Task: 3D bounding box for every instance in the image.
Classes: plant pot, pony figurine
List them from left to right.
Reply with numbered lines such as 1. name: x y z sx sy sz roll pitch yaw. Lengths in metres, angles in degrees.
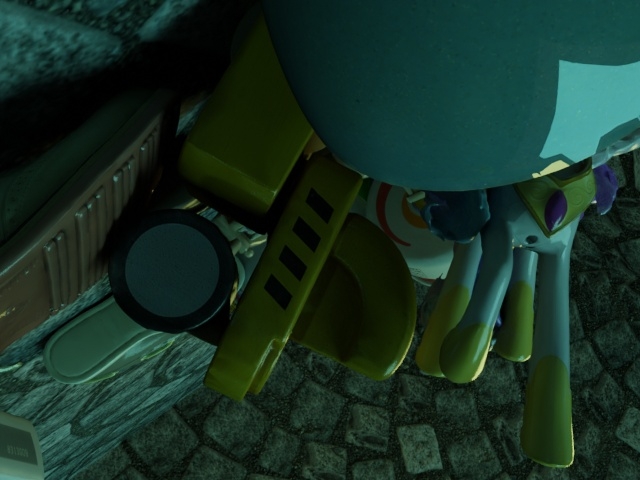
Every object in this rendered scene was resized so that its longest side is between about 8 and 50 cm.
1. plant pot: 0.074 -0.201 0.493 0.290 0.290 0.195 -38 137 3
2. pony figurine: 0.174 -0.055 0.731 0.351 0.302 0.364 -77 176 -73

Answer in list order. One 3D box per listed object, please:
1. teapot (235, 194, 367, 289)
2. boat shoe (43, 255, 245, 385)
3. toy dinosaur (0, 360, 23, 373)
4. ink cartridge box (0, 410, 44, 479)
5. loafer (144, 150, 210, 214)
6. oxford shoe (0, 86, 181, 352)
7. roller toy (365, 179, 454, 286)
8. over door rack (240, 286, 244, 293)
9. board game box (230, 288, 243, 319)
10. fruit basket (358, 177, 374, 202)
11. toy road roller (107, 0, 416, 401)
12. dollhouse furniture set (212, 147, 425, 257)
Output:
1. teapot: 0.000 0.000 1.306 0.252 0.256 0.187 -14 146 -39
2. boat shoe: -0.249 0.109 1.259 0.305 0.109 0.091 -30 171 -13
3. toy dinosaur: -0.495 0.235 1.074 0.268 0.064 0.118 -42 175 -4
4. ink cartridge box: -0.531 0.268 0.901 0.384 0.091 0.308 -21 159 1
5. loafer: -0.139 -0.064 0.901 0.078 0.080 0.220 -50 175 40
6. oxford shoe: -0.242 -0.007 0.621 0.397 0.146 0.140 -54 170 -41
7. roller toy: 0.169 -0.035 1.235 0.191 0.209 0.146 -30 151 14
8. over door rack: -0.148 0.077 1.501 0.239 0.108 0.324 -44 170 30
9. board game box: -0.064 0.067 1.880 0.308 0.086 0.302 -32 170 -34
10. fruit basket: 0.217 -0.134 1.472 0.392 0.283 0.392 -40 -171 8
11. toy road roller: -0.011 -0.019 0.753 0.330 0.240 0.202 -64 -178 -6
12. dollhouse furniture set: 0.072 -0.064 0.983 0.303 0.174 0.356 -26 -160 37
